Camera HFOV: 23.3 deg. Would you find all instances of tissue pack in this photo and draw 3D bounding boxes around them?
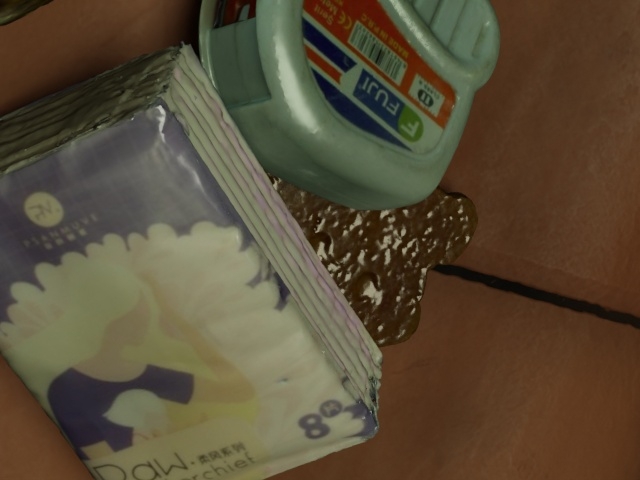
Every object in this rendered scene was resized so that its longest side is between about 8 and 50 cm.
[{"bbox_3d":[-0.127,0.046,1.198,0.242,0.125,0.343,-22,119,18],"label":"tissue pack"}]

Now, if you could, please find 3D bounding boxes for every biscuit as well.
[{"bbox_3d":[0.000,0.000,1.336,0.290,0.041,0.208,-9,108,-21],"label":"biscuit"}]

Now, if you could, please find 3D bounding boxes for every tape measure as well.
[{"bbox_3d":[0.013,-0.160,1.230,0.243,0.125,0.246,37,66,-30],"label":"tape measure"}]

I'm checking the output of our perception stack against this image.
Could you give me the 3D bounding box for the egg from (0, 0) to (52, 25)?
[{"bbox_3d":[-0.264,-0.245,1.019,0.289,0.238,0.238,-33,118,0],"label":"egg"}]
